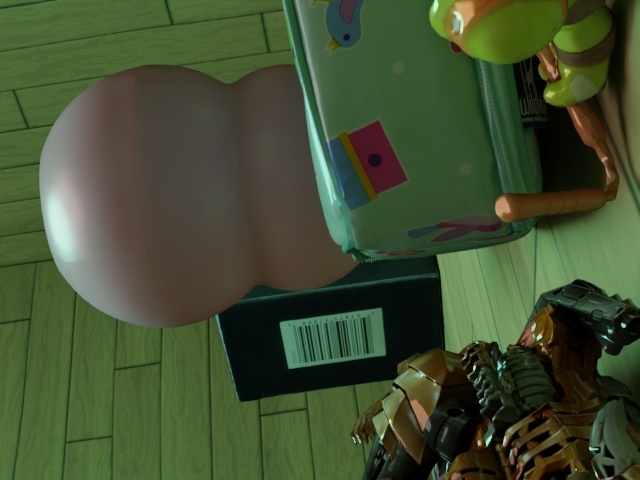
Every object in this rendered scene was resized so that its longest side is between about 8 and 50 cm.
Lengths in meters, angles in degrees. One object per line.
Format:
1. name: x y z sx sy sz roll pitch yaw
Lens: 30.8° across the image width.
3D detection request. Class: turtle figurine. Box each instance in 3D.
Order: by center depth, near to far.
1. turtle figurine: 0.049 -0.142 0.377 0.269 0.087 0.217 32 -132 -45

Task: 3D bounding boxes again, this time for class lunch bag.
1. lunch bag: 0.049 -0.104 0.606 0.279 0.108 0.224 17 -116 -82

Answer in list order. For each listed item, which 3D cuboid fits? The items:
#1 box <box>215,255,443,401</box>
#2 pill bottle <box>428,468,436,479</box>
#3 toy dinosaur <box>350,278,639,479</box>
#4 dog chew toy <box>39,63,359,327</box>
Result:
1. box: 0.000 0.000 1.659 0.395 0.294 0.212 -97 -2 -45
2. pill bottle: 0.121 0.312 1.105 0.216 0.121 0.121 -93 -5 -72
3. toy dinosaur: 0.072 0.120 0.476 0.322 0.164 0.218 14 -87 -82
4. dog chew toy: -0.042 -0.046 0.909 0.206 0.332 0.206 -8 -90 -90
